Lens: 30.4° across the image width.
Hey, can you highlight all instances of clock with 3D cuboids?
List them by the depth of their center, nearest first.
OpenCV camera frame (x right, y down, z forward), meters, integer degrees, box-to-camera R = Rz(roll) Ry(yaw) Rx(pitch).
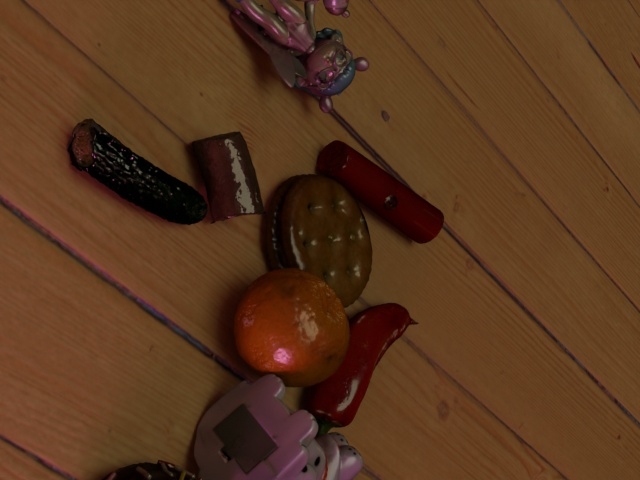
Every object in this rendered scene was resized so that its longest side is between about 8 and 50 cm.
[{"bbox_3d":[-0.039,0.330,1.658,0.254,0.189,0.188,48,49,-41],"label":"clock"}]

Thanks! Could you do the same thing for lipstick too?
[{"bbox_3d":[0.106,-0.078,1.983,0.280,0.073,0.073,32,59,-41],"label":"lipstick"}]

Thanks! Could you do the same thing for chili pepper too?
[{"bbox_3d":[0.068,0.196,1.868,0.368,0.092,0.137,-50,130,-40],"label":"chili pepper"}]

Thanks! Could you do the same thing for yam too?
[{"bbox_3d":[-0.133,-0.091,1.693,0.084,0.084,0.127,-21,98,-50],"label":"yam"}]

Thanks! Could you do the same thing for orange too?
[{"bbox_3d":[-0.042,0.126,1.696,0.177,0.155,0.177,50,32,-47],"label":"orange"}]

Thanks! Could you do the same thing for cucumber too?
[{"bbox_3d":[-0.236,-0.076,1.582,0.245,0.067,0.067,35,57,-41],"label":"cucumber"}]

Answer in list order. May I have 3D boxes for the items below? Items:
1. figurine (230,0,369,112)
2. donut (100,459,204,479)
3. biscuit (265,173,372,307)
[{"bbox_3d":[-0.028,-0.338,1.842,0.260,0.103,0.205,42,78,-32],"label":"figurine"},{"bbox_3d":[-0.208,0.410,1.482,0.270,0.103,0.269,11,76,-49],"label":"donut"},{"bbox_3d":[0.000,0.000,1.842,0.220,0.066,0.220,15,71,-48],"label":"biscuit"}]
